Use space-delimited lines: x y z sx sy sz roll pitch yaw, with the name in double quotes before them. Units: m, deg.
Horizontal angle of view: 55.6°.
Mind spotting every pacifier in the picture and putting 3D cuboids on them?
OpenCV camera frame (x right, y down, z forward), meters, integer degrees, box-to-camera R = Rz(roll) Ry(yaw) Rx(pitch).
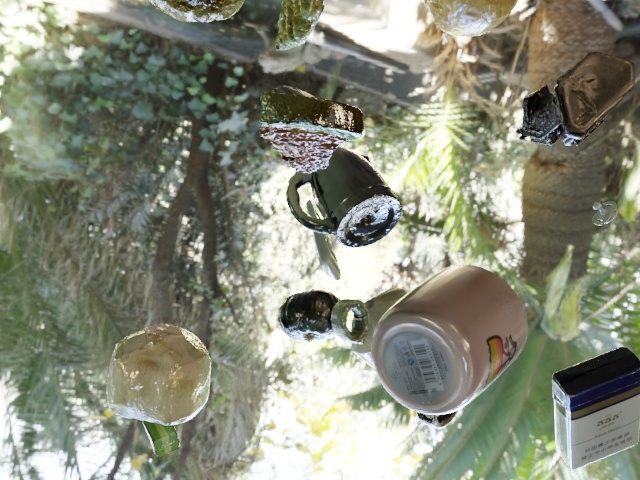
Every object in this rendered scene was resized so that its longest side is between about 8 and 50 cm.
"pacifier" 0.822 -0.086 1.765 0.064 0.083 0.068 35 179 -20

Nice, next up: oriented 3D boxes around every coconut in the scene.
"coconut" 0.185 0.237 1.613 0.241 0.241 0.241 13 -172 -2
"coconut" -0.457 0.371 1.737 0.298 0.254 0.297 1 -174 0

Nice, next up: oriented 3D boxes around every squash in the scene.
"squash" -0.025 0.216 1.740 0.193 0.155 0.193 11 174 1

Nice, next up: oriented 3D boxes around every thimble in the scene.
"thimble" 0.075 0.193 1.442 0.085 0.109 0.062 -17 -173 -27

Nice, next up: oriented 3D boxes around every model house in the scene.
"model house" 0.495 -0.263 1.184 0.141 0.203 0.164 52 168 14

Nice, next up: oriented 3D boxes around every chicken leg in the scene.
"chicken leg" -0.207 -0.534 1.176 0.202 0.152 0.429 28 -143 0

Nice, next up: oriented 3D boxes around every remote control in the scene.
"remote control" 0.000 0.000 2.029 0.109 0.055 0.312 58 -171 -45

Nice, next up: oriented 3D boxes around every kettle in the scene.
"kettle" 0.051 -0.151 1.935 0.321 0.228 0.324 -22 -128 -8

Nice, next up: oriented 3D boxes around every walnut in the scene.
"walnut" 0.258 -0.432 1.038 0.159 0.159 0.207 12 -172 -12

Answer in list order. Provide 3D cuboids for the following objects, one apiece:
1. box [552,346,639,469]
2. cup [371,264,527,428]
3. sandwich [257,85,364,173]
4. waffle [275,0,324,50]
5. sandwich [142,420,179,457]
"box" 0.567 0.348 1.245 0.168 0.259 0.071 -20 -146 -3
"cup" 0.192 0.184 0.952 0.192 0.252 0.200 16 -157 32
"sandwich" -0.038 -0.287 1.514 0.251 0.161 0.301 5 161 -11
"waffle" -0.025 -0.428 1.031 0.054 0.203 0.223 8 -172 -16
"sandwich" -0.464 0.552 1.755 0.074 0.074 0.116 -21 -144 -25
